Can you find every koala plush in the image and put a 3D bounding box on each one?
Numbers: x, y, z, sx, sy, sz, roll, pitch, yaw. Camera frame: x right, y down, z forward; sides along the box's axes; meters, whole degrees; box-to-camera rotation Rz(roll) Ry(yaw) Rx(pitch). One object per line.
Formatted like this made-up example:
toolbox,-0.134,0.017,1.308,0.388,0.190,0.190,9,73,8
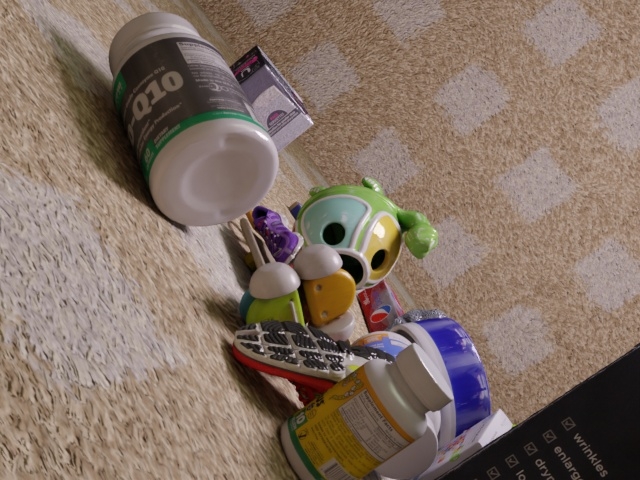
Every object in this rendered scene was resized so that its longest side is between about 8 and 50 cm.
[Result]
koala plush,0.219,0.274,1.736,0.196,0.203,0.221,36,-20,14

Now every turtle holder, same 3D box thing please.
turtle holder,0.089,0.014,1.709,0.320,0.243,0.227,17,35,0

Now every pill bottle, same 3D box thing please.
pill bottle,0.116,0.273,1.248,0.152,0.152,0.272,51,9,-14
pill bottle,-0.223,-0.210,1.223,0.204,0.204,0.361,42,13,-51
pill bottle,0.061,0.226,0.956,0.117,0.208,0.117,51,9,-11

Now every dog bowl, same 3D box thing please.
dog bowl,0.223,0.286,1.461,0.265,0.104,0.265,170,-90,-74

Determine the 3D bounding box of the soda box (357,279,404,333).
soda box,0.176,0.206,2.016,0.083,0.092,0.263,52,9,-21

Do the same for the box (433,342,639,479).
box,0.407,0.462,0.960,0.297,0.472,0.480,40,16,-55

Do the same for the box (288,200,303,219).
box,0.000,0.000,2.101,0.225,0.036,0.136,56,10,30

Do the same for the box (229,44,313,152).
box,-0.163,-0.232,1.474,0.163,0.247,0.142,47,12,-30

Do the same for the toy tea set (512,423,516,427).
toy tea set,0.458,0.504,1.829,0.200,0.124,0.336,55,-4,16

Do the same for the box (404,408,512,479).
box,0.213,0.356,1.201,0.038,0.186,0.145,54,26,9

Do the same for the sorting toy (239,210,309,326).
sorting toy,-0.085,0.072,1.359,0.196,0.047,0.347,50,8,-40

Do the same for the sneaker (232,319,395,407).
sneaker,-0.004,0.201,1.044,0.279,0.118,0.107,22,21,-22

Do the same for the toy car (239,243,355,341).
toy car,-0.043,0.091,1.133,0.136,0.182,0.159,21,-52,54

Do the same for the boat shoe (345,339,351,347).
boat shoe,0.015,0.215,1.286,0.056,0.049,0.152,49,28,-7

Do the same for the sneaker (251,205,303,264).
sneaker,-0.087,-0.010,1.340,0.071,0.068,0.170,33,9,-34
